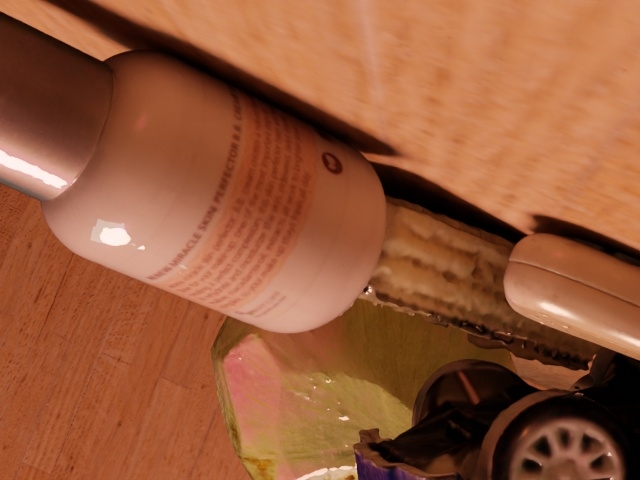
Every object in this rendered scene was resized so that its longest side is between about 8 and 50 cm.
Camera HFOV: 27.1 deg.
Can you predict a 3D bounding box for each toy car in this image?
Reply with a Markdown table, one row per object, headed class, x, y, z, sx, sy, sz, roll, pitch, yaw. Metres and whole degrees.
| class | x | y | z | sx | sy | sz | roll | pitch | yaw |
| --- | --- | --- | --- | --- | --- | --- | --- | --- | --- |
| toy car | 0.140 | 0.133 | 0.624 | 0.235 | 0.158 | 0.172 | -8 | -178 | -9 |

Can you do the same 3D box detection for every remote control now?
| class | x | y | z | sx | sy | sz | roll | pitch | yaw |
| --- | --- | --- | --- | --- | --- | --- | --- | --- | --- |
| remote control | 0.126 | 0.030 | 0.481 | 0.122 | 0.032 | 0.074 | 22 | 176 | 9 |

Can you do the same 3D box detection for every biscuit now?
| class | x | y | z | sx | sy | sz | roll | pitch | yaw |
| --- | --- | --- | --- | --- | --- | --- | --- | --- | --- |
| biscuit | 0.000 | 0.000 | 0.622 | 0.150 | 0.052 | 0.252 | 20 | 176 | -39 |

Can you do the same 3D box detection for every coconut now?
| class | x | y | z | sx | sy | sz | roll | pitch | yaw |
| --- | --- | --- | --- | --- | --- | --- | --- | --- | --- |
| coconut | 0.034 | 0.117 | 0.970 | 0.236 | 0.204 | 0.236 | 59 | 164 | 28 |

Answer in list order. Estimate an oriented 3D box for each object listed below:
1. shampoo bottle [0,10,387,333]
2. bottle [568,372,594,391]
| class | x | y | z | sx | sy | sz | roll | pitch | yaw |
| --- | --- | --- | --- | --- | --- | --- | --- | --- | --- |
| shampoo bottle | -0.069 | -0.029 | 0.432 | 0.192 | 0.074 | 0.074 | 23 | 176 | -30 |
| bottle | 0.265 | 0.146 | 1.022 | 0.096 | 0.079 | 0.253 | -16 | -179 | -8 |
